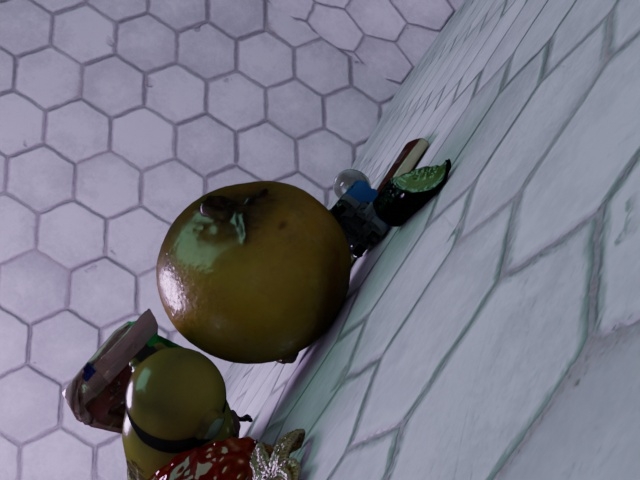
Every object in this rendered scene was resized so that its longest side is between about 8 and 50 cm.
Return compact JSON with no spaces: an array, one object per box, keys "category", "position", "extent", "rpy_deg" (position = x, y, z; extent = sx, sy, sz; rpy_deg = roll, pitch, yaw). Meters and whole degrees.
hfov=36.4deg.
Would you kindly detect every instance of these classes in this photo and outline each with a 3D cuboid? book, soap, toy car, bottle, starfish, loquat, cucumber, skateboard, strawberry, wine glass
[{"category":"book","position":[0.094,-0.040,1.956],"extent":[0.374,0.028,0.262],"rpy_deg":[-58,2,2]},{"category":"soap","position":[-0.285,0.235,1.595],"extent":[0.218,0.098,0.273],"rpy_deg":[-45,-22,0]},{"category":"toy car","position":[0.073,-0.045,1.702],"extent":[0.100,0.097,0.191],"rpy_deg":[-50,1,-22]},{"category":"bottle","position":[-0.213,0.284,1.445],"extent":[0.172,0.171,0.351],"rpy_deg":[-60,-12,-32]},{"category":"starfish","position":[-0.064,0.278,1.089],"extent":[0.150,0.053,0.210],"rpy_deg":[-61,3,35]},{"category":"loquat","position":[-0.102,0.069,1.637],"extent":[0.328,0.328,0.360],"rpy_deg":[-61,-37,-43]},{"category":"cucumber","position":[0.127,-0.067,1.445],"extent":[0.220,0.070,0.046],"rpy_deg":[126,146,-68]},{"category":"skateboard","position":[-0.176,0.351,1.781],"extent":[0.067,0.080,0.151],"rpy_deg":[-51,6,7]},{"category":"strawberry","position":[-0.193,0.372,1.275],"extent":[0.336,0.149,0.265],"rpy_deg":[-55,3,24]},{"category":"wine glass","position":[0.000,0.000,2.304],"extent":[0.264,0.096,0.309],"rpy_deg":[-53,6,32]}]
